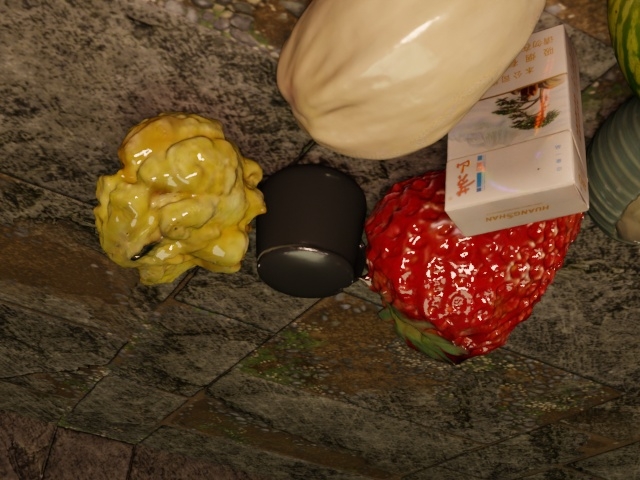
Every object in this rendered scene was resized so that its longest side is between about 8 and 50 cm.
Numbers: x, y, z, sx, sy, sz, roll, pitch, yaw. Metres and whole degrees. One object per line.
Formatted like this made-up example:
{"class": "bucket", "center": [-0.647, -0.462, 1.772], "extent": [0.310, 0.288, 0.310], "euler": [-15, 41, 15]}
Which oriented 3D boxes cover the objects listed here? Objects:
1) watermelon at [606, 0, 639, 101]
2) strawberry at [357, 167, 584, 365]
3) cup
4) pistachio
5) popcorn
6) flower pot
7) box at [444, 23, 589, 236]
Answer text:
{"class": "watermelon", "center": [0.403, -0.220, 0.748], "extent": [0.285, 0.285, 0.285], "euler": [5, 148, 3]}
{"class": "strawberry", "center": [0.206, 0.007, 1.207], "extent": [0.291, 0.310, 0.292], "euler": [30, 167, 8]}
{"class": "cup", "center": [0.000, 0.000, 1.274], "extent": [0.169, 0.177, 0.223], "euler": [-22, 138, 33]}
{"class": "pistachio", "center": [0.101, -0.215, 0.899], "extent": [0.332, 0.208, 0.226], "euler": [-34, 175, 28]}
{"class": "popcorn", "center": [-0.203, -0.053, 1.198], "extent": [0.252, 0.215, 0.286], "euler": [-7, 153, -24]}
{"class": "flower pot", "center": [0.436, -0.095, 1.056], "extent": [0.189, 0.157, 0.243], "euler": [14, 148, -9]}
{"class": "box", "center": [0.225, -0.128, 0.968], "extent": [0.149, 0.233, 0.067], "euler": [-15, 143, 31]}
